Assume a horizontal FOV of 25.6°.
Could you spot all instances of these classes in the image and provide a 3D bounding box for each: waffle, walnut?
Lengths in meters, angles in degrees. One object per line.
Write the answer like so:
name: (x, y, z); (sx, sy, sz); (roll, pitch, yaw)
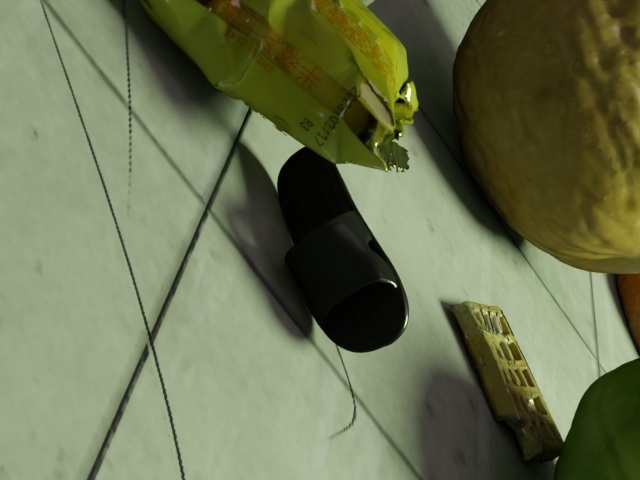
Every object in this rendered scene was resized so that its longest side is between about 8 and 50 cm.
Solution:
waffle: (0.149, 0.112, 1.115); (0.092, 0.021, 0.135); (18, 46, -62)
walnut: (0.277, -0.121, 1.346); (0.333, 0.333, 0.333); (47, 25, -30)

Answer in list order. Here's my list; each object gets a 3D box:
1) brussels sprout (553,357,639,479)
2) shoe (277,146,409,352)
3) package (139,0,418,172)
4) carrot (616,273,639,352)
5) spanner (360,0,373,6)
brussels sprout: (0.301, 0.225, 1.008); (0.328, 0.247, 0.328); (19, 52, -26)
shoe: (0.000, 0.000, 0.871); (0.053, 0.062, 0.159); (31, 30, -48)
package: (-0.025, -0.132, 0.909); (0.226, 0.090, 0.168); (38, 22, -3)
carrot: (0.448, 0.138, 1.674); (0.258, 0.100, 0.307); (24, 33, -54)
spanner: (0.004, -0.219, 1.068); (0.095, 0.040, 0.325); (50, 5, -19)
